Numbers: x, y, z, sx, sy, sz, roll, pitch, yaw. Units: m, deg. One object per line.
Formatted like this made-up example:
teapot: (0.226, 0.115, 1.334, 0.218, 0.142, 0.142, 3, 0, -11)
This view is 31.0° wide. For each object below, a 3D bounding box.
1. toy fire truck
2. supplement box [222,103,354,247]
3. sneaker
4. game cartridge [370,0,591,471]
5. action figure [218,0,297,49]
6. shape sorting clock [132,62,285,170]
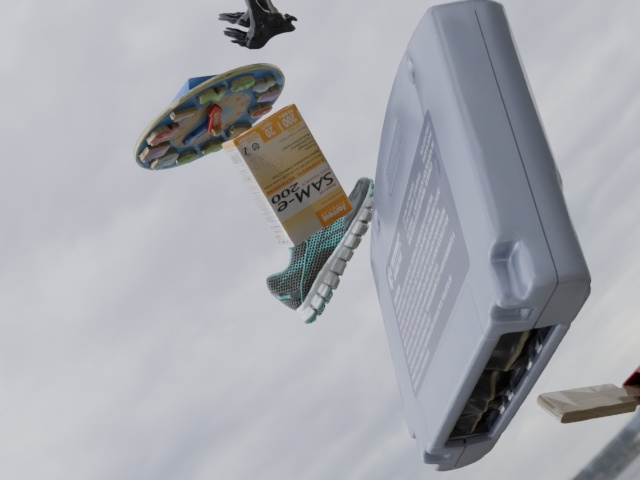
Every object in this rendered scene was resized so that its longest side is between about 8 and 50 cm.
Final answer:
toy fire truck: (0.374, 0.143, 1.183, 0.246, 0.158, 0.217, -45, 18, -5)
supplement box: (-0.026, -0.051, 0.922, 0.062, 0.098, 0.036, -34, 10, -18)
sneaker: (0.000, 0.000, 1.202, 0.166, 0.076, 0.065, -61, -6, -8)
game cartridge: (0.080, 0.003, 0.692, 0.060, 0.196, 0.294, -11, -26, -10)
action figure: (-0.078, -0.364, 1.315, 0.164, 0.141, 0.275, -93, 9, -59)
shape sorting clock: (-0.131, -0.144, 1.381, 0.206, 0.040, 0.206, -27, -15, -8)
